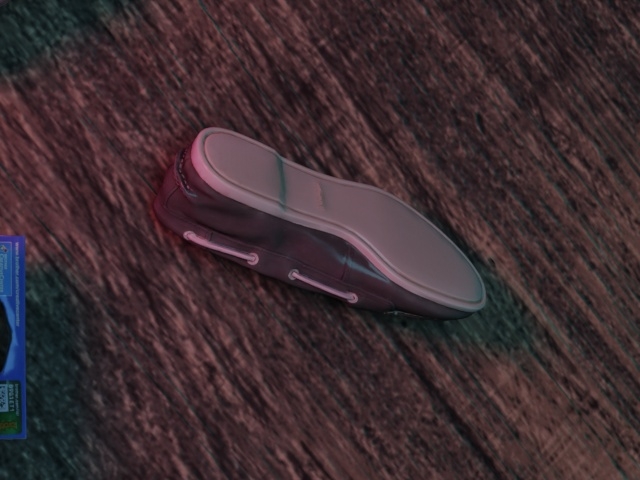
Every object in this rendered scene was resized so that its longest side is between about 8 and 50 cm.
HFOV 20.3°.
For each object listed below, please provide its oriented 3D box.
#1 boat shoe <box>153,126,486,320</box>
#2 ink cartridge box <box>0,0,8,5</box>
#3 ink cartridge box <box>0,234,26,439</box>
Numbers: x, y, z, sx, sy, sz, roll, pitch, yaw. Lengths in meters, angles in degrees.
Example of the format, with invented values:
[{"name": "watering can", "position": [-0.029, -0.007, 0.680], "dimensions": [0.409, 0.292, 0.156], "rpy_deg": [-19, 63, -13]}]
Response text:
[{"name": "boat shoe", "position": [0.000, 0.000, 1.672], "dimensions": [0.335, 0.095, 0.112], "rpy_deg": [26, 40, -24]}, {"name": "ink cartridge box", "position": [-0.337, -0.291, 1.531], "dimensions": [0.158, 0.092, 0.218], "rpy_deg": [-35, 102, -22]}, {"name": "ink cartridge box", "position": [-0.366, 0.075, 1.432], "dimensions": [0.311, 0.065, 0.186], "rpy_deg": [3, 82, -37]}]
